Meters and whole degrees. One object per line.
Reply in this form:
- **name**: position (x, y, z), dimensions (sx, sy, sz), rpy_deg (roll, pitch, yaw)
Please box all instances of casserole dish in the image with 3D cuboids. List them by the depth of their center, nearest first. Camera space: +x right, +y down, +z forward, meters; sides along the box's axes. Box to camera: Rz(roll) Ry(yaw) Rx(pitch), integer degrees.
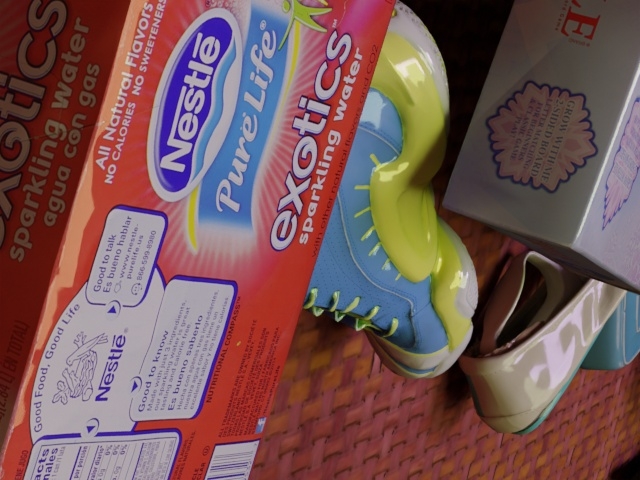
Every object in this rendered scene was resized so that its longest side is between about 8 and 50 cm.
- **casserole dish**: position (0.247, 0.027, 1.004), dimensions (0.114, 0.037, 0.188), rpy_deg (-43, 138, -36)

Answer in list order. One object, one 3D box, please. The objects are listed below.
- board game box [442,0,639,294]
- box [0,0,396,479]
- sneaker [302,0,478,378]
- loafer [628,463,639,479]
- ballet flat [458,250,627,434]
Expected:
- **board game box**: position (0.185, -0.136, 0.664), dimensions (0.319, 0.066, 0.318), rpy_deg (15, 95, -68)
- **box**: position (-0.074, -0.035, 0.405), dimensions (0.128, 0.123, 0.257), rpy_deg (8, 100, -58)
- **sneaker**: position (0.000, 0.000, 0.594), dimensions (0.126, 0.091, 0.240), rpy_deg (-32, 135, -19)
- **loafer**: position (0.361, 0.222, 1.253), dimensions (0.223, 0.076, 0.078), rpy_deg (6, 97, -62)
- **ballet flat**: position (0.177, 0.022, 0.860), dimensions (0.248, 0.086, 0.086), rpy_deg (-48, 142, -26)
